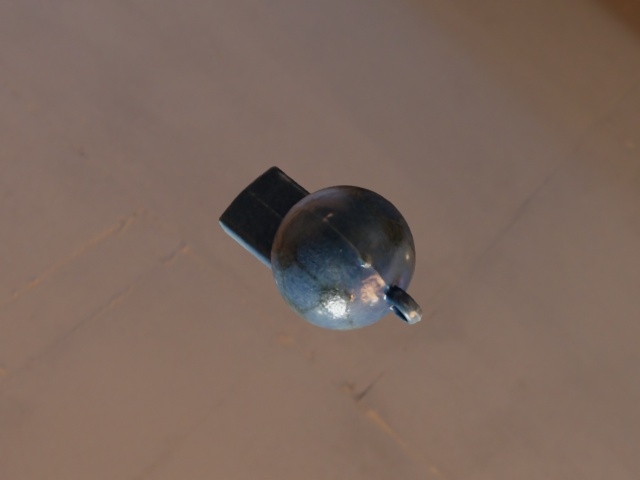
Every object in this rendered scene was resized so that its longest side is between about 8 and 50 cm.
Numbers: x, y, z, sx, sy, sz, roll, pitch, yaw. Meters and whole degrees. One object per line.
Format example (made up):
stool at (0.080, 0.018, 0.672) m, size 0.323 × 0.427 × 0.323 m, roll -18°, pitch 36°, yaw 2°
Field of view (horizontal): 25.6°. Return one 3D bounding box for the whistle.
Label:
whistle at (0.000, 0.000, 0.808) m, size 0.158 × 0.090 × 0.090 m, roll 38°, pitch -149°, yaw 28°
